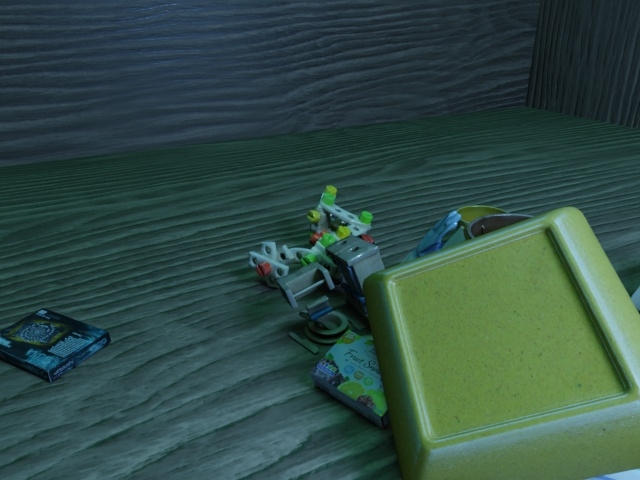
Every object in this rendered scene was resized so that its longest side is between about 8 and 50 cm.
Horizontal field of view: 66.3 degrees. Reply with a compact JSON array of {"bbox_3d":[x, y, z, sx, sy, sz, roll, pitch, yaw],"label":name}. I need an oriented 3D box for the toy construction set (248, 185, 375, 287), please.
[{"bbox_3d":[0.000,0.000,1.114,0.215,0.151,0.327,37,47,18],"label":"toy construction set"}]

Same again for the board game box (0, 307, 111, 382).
[{"bbox_3d":[-0.496,0.184,0.887,0.186,0.026,0.126,12,28,25],"label":"board game box"}]

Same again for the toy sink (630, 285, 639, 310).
[{"bbox_3d":[0.736,0.079,0.902,0.131,0.234,0.153,23,17,-20],"label":"toy sink"}]

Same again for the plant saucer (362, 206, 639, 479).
[{"bbox_3d":[0.219,0.121,0.609,0.332,0.081,0.333,-21,53,15],"label":"plant saucer"}]

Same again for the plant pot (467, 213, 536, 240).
[{"bbox_3d":[0.316,0.063,0.795,0.166,0.165,0.167,-2,26,1],"label":"plant pot"}]

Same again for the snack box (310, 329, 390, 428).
[{"bbox_3d":[0.069,0.209,0.758,0.141,0.037,0.100,22,50,37],"label":"snack box"}]

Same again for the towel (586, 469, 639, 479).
[{"bbox_3d":[0.319,0.291,0.608,0.209,0.034,0.285,11,27,22],"label":"towel"}]

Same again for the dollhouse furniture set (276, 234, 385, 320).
[{"bbox_3d":[0.024,0.092,0.929,0.183,0.130,0.129,-26,18,-12],"label":"dollhouse furniture set"}]

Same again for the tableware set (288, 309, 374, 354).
[{"bbox_3d":[0.049,0.170,0.875,0.128,0.039,0.194,-21,31,-36],"label":"tableware set"}]

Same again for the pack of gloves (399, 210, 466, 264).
[{"bbox_3d":[0.211,0.057,0.953,0.046,0.232,0.195,33,26,-9],"label":"pack of gloves"}]

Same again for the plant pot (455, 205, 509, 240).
[{"bbox_3d":[0.395,-0.018,1.200,0.134,0.095,0.134,-1,24,1],"label":"plant pot"}]
